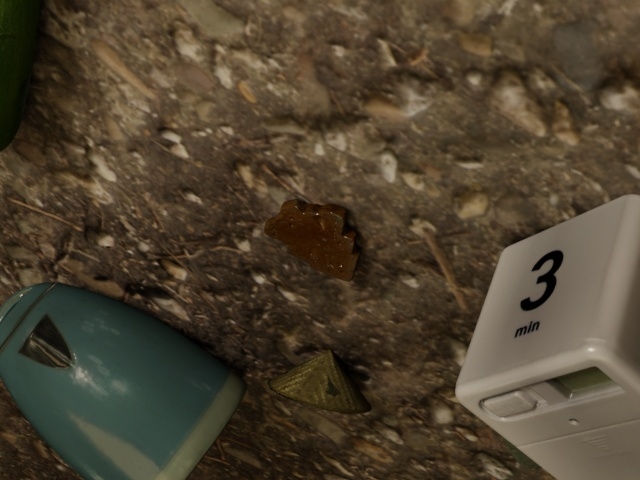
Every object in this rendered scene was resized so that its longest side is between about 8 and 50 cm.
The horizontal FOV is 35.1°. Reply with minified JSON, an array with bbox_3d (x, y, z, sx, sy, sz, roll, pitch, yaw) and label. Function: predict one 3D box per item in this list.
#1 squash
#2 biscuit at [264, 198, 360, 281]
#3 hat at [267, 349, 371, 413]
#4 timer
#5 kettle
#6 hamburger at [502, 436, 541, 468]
[{"bbox_3d":[-0.350,-0.203,1.063,0.101,0.101,0.378,29,143,-4],"label":"squash"},{"bbox_3d":[0.000,0.000,1.169,0.119,0.019,0.130,-9,131,38],"label":"biscuit"},{"bbox_3d":[0.006,0.178,1.364,0.146,0.067,0.146,13,-176,-1],"label":"hat"},{"bbox_3d":[0.277,0.105,0.981,0.194,0.195,0.192,40,142,-17],"label":"timer"},{"bbox_3d":[-0.317,0.200,1.466,0.342,0.247,0.319,38,169,-4],"label":"kettle"},{"bbox_3d":[0.274,0.234,1.271,0.084,0.054,0.121,-11,124,42],"label":"hamburger"}]
